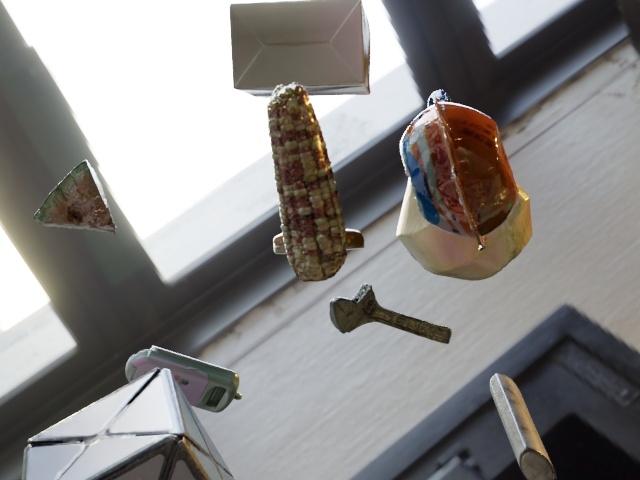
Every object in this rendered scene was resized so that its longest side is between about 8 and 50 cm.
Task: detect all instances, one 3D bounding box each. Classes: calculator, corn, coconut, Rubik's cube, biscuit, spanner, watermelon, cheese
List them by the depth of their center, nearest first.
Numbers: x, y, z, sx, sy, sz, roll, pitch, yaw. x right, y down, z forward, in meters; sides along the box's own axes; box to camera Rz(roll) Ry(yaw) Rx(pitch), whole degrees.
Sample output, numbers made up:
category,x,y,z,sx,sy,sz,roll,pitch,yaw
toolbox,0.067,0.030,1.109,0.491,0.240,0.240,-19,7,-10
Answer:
category,x,y,z,sx,sy,sz,roll,pitch,yaw
corn,-0.020,-0.067,1.292,0.079,0.079,0.237,17,-57,59
watermelon,-0.301,-0.034,1.388,0.080,0.101,0.155,58,0,3
cheese,0.186,-0.110,1.482,0.329,0.129,0.217,-84,155,-64
Rubik's cube,-0.260,0.377,1.581,0.260,0.255,0.259,61,-4,-23
spanner,0.130,0.141,1.908,0.325,0.093,0.026,21,1,-44
biscuit,0.000,-0.004,1.986,0.170,0.170,0.050,174,-87,-67
coconut,0.267,-0.056,2.076,0.259,0.259,0.259,45,-22,24
calculator,-0.277,0.285,2.241,0.246,0.045,0.141,19,-39,-11

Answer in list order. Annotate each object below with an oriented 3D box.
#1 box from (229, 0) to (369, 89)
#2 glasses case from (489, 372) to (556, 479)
category,x,y,z,sx,sy,sz,roll,pitch,yaw
box,-0.026,-0.328,1.917,0.341,0.225,0.143,-52,140,-83
glasses case,0.430,0.404,2.361,0.114,0.060,0.299,54,11,-23
